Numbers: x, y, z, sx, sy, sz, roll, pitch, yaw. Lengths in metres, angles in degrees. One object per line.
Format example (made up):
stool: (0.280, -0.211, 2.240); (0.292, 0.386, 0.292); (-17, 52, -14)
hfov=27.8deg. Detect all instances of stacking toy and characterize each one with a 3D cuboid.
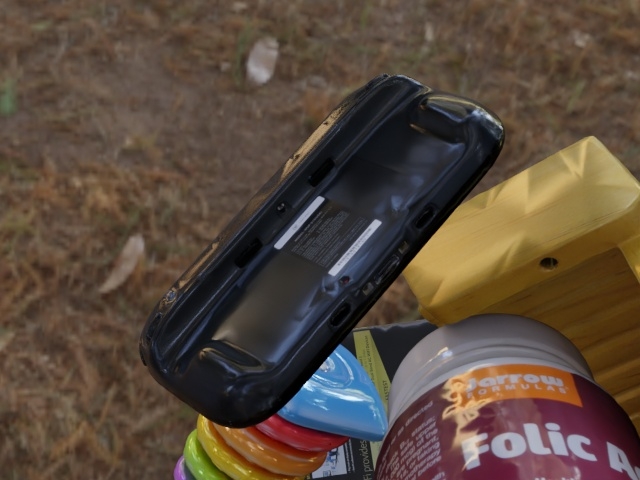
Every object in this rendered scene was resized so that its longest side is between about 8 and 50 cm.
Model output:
stacking toy: (-0.087, 0.234, 1.353); (0.165, 0.302, 0.175); (19, 24, -38)

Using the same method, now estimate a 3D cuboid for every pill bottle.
pill bottle: (0.154, 0.229, 0.987); (0.224, 0.224, 0.392); (9, 25, -5)

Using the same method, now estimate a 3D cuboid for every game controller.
game controller: (0.000, 0.000, 0.984); (0.166, 0.067, 0.319); (29, 72, 41)

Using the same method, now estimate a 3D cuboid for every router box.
router box: (0.078, 0.258, 1.617); (0.242, 0.081, 0.309); (-7, 58, -1)

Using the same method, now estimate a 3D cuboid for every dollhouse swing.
dollhouse swing: (0.269, 0.148, 1.107); (0.347, 0.315, 0.305); (41, 35, -30)
